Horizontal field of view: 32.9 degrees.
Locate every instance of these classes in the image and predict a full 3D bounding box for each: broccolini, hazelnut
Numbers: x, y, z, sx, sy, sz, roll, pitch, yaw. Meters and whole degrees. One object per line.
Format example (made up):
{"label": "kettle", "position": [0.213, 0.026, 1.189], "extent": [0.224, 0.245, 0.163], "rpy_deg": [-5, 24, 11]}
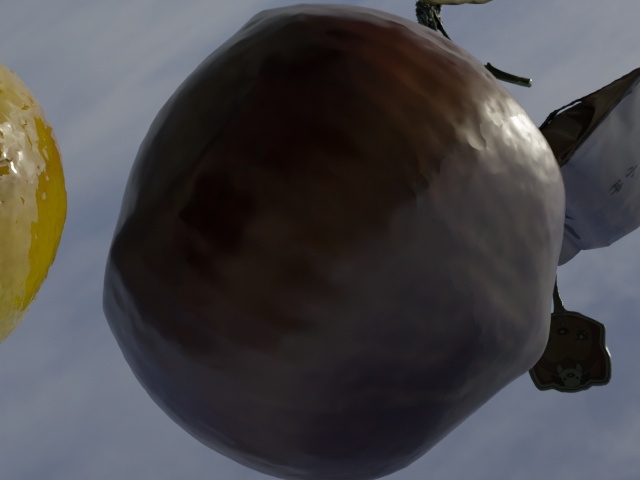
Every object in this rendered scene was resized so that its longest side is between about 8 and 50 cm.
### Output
{"label": "broccolini", "position": [0.188, -0.245, 1.384], "extent": [0.054, 0.194, 0.052], "rpy_deg": [-32, 159, -47]}
{"label": "hazelnut", "position": [0.000, 0.000, 0.980], "extent": [0.429, 0.402, 0.402], "rpy_deg": [-58, -144, 4]}

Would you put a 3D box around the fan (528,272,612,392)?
{"label": "fan", "position": [0.371, 0.133, 1.662], "extent": [0.132, 0.009, 0.220], "rpy_deg": [-3, -123, 2]}

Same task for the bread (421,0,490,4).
{"label": "bread", "position": [0.062, -0.260, 0.574], "extent": [0.179, 0.250, 0.133], "rpy_deg": [-21, -144, -25]}

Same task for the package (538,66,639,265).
{"label": "package", "position": [0.326, -0.094, 1.183], "extent": [0.251, 0.204, 0.062], "rpy_deg": [-38, -129, 7]}

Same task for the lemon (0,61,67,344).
{"label": "lemon", "position": [-0.273, -0.014, 0.617], "extent": [0.263, 0.236, 0.236], "rpy_deg": [-25, -148, -19]}
